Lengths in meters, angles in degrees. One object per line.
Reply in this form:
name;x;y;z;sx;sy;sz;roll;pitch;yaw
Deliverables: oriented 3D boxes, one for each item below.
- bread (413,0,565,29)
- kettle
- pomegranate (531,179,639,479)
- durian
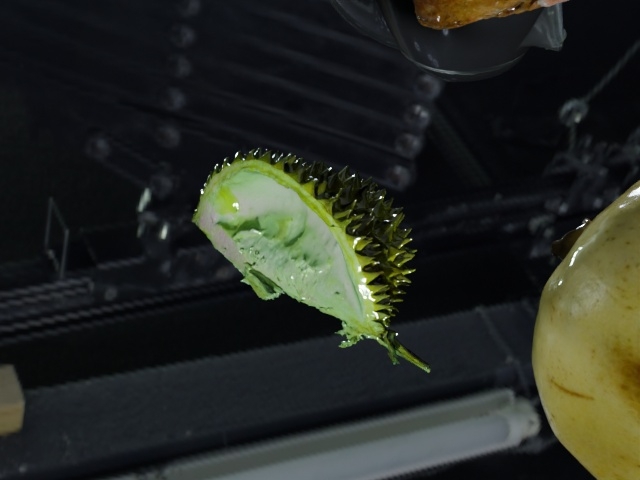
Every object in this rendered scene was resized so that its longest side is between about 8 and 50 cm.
bread;0.119;-0.176;0.664;0.160;0.073;0.160;-17;-163;6
kettle;0.100;-0.282;1.042;0.268;0.290;0.207;22;-133;26
pomegranate;0.350;0.084;1.086;0.332;0.332;0.332;10;-138;-9
durian;0.000;0.000;0.777;0.215;0.100;0.086;32;-161;35
